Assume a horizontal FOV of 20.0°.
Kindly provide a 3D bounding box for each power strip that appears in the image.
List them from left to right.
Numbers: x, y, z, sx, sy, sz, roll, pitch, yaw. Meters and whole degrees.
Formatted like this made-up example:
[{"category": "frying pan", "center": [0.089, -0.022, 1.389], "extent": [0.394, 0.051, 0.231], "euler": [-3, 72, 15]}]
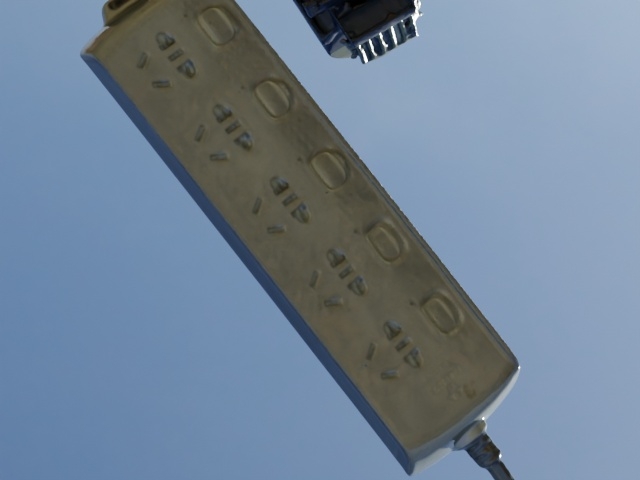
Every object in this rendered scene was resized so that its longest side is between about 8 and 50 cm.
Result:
[{"category": "power strip", "center": [0.000, 0.000, 0.712], "extent": [0.060, 0.253, 0.027], "euler": [-39, -179, -19]}]

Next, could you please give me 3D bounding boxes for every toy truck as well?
[{"category": "toy truck", "center": [-0.008, -0.189, 1.043], "extent": [0.074, 0.088, 0.202], "euler": [-31, -116, -2]}]
